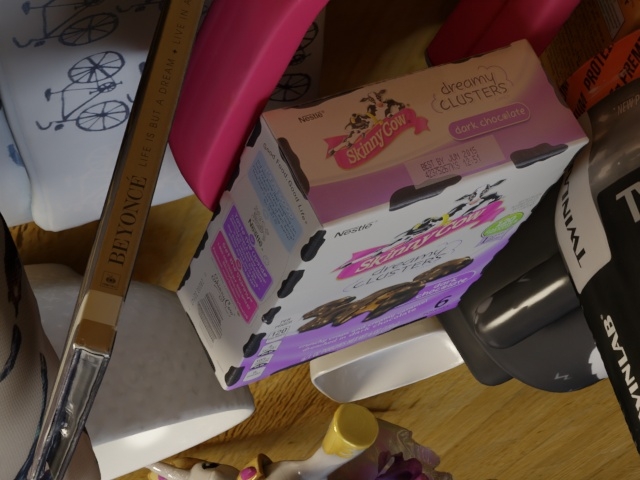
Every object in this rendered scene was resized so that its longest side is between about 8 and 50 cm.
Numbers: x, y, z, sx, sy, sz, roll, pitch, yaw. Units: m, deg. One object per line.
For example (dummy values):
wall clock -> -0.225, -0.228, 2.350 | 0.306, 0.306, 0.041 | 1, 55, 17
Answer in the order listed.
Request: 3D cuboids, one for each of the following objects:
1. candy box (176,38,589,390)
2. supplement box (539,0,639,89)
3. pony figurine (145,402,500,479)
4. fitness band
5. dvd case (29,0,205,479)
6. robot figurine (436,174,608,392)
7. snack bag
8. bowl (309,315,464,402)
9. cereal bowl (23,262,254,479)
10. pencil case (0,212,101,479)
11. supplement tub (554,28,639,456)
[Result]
candy box -> 0.027, -0.010, 0.814 | 0.165, 0.070, 0.196 | -18, 159, -26
supplement box -> 0.178, -0.127, 0.857 | 0.078, 0.080, 0.233 | -11, 158, -13
pony figurine -> 0.021, 0.288, 1.572 | 0.351, 0.303, 0.363 | 30, 154, -27
fitness band -> 0.032, -0.108, 0.763 | 0.209, 0.054, 0.291 | -16, 156, -30
dvd case -> -0.083, -0.020, 0.645 | 0.018, 0.221, 0.164 | 16, 151, -9
robot figurine -> 0.205, 0.008, 1.085 | 0.173, 0.209, 0.278 | 31, 138, -24
snack bag -> -0.163, -0.070, 0.796 | 0.342, 0.037, 0.323 | -13, 160, -9
bowl -> 0.061, 0.095, 1.381 | 0.142, 0.053, 0.142 | -19, 160, 9
cereal bowl -> -0.225, 0.108, 1.024 | 0.339, 0.141, 0.339 | -20, 171, -3
pencil case -> -0.207, 0.025, 0.645 | 0.160, 0.183, 0.410 | -4, 136, 3
supplement tub -> 0.242, 0.044, 0.783 | 0.193, 0.316, 0.193 | -17, 160, -6
